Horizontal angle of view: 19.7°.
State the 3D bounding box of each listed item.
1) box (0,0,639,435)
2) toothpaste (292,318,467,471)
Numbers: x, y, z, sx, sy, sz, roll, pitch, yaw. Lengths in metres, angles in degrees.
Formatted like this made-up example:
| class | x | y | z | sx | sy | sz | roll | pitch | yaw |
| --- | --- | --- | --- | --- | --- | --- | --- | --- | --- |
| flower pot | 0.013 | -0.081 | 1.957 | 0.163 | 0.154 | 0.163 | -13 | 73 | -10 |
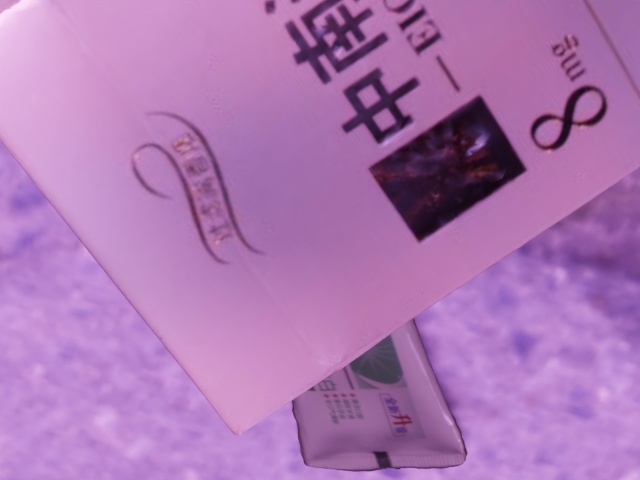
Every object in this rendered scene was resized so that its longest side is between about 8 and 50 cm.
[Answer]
| class | x | y | z | sx | sy | sz | roll | pitch | yaw |
| --- | --- | --- | --- | --- | --- | --- | --- | --- | --- |
| box | 0.028 | -0.073 | 0.534 | 0.243 | 0.067 | 0.155 | -33 | 115 | 3 |
| toothpaste | 0.000 | 0.000 | 0.632 | 0.064 | 0.041 | 0.218 | -4 | 126 | 17 |
